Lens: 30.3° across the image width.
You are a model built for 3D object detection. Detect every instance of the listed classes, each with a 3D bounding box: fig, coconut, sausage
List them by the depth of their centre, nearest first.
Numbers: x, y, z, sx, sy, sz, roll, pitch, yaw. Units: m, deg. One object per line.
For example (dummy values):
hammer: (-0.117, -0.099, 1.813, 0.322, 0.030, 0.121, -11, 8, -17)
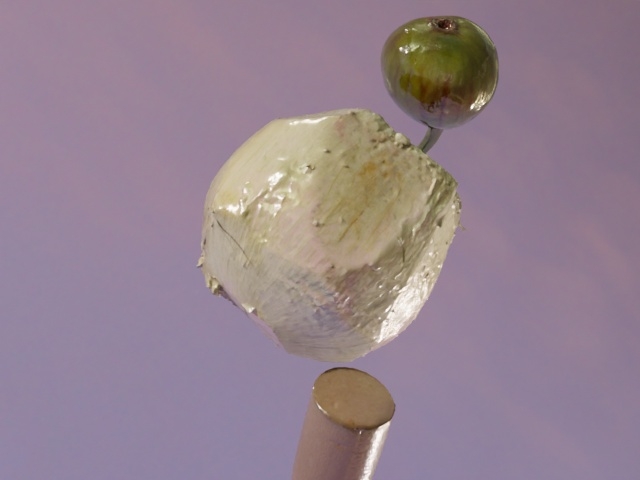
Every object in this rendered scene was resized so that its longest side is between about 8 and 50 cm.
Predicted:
coconut: (0.000, 0.000, 1.356, 0.297, 0.297, 0.255, 43, -108, -28)
fig: (0.151, -0.170, 1.541, 0.151, 0.151, 0.259, -81, -6, -46)
sausage: (0.025, 0.311, 1.731, 0.123, 0.253, 0.123, 9, -141, -7)
